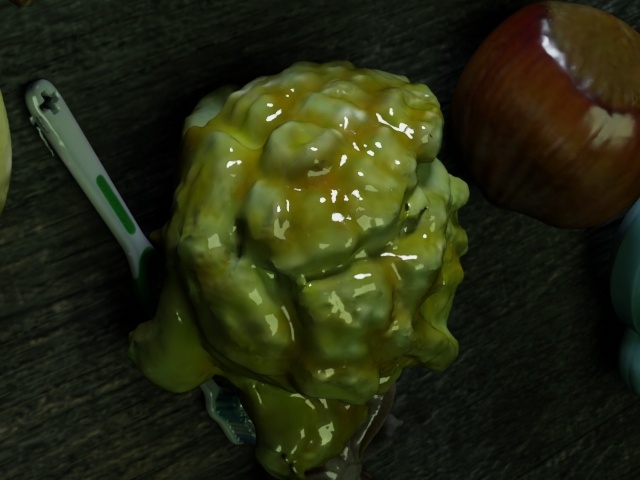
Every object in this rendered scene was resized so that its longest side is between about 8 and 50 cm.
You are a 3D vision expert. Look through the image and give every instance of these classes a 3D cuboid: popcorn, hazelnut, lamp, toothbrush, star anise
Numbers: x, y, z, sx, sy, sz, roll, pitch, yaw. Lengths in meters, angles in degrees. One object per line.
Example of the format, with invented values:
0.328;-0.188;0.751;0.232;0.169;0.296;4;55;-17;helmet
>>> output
-0.002;0.008;1.385;0.274;0.279;0.335;13;59;-11;popcorn
0.233;-0.123;1.576;0.186;0.210;0.210;-56;130;-34;hazelnut
0.397;0.044;1.746;0.209;0.147;0.284;-3;100;-30;lamp
-0.155;0.031;1.456;0.042;0.040;0.418;-52;126;-36;toothbrush
0.003;0.218;1.583;0.198;0.111;0.257;-25;127;-42;star anise

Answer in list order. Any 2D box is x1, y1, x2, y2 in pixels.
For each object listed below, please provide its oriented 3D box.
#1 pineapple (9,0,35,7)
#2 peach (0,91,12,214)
-0.150;-0.337;1.145;0.357;0.223;0.223;-37;127;15;pineapple
-0.377;-0.079;1.106;0.314;0.281;0.315;-21;121;-7;peach
